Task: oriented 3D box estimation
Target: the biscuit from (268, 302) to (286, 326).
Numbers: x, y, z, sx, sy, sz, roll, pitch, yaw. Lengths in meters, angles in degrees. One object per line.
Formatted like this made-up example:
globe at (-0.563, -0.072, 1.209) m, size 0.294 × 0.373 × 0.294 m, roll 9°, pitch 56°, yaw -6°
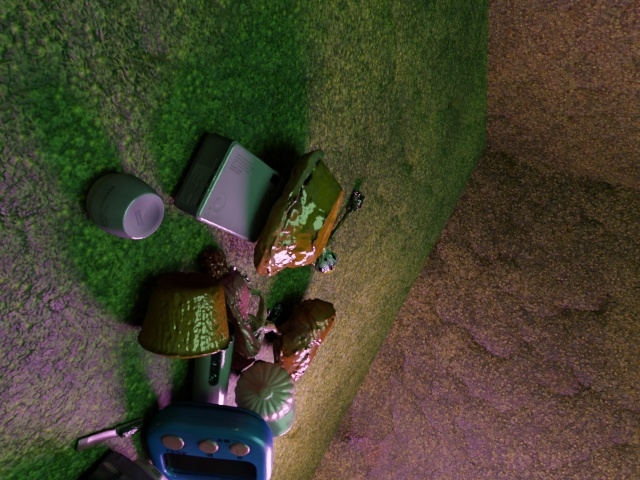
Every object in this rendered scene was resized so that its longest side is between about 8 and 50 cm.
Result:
biscuit at (-0.151, 0.260, 1.640) m, size 0.087 × 0.027 × 0.089 m, roll -36°, pitch 144°, yaw -48°

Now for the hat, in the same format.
hat at (-0.223, 0.147, 1.226) m, size 0.107 × 0.237 × 0.286 m, roll -24°, pitch 108°, yaw -12°

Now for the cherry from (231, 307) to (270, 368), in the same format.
cherry at (-0.222, 0.302, 1.486) m, size 0.225 × 0.090 × 0.107 m, roll -67°, pitch 153°, yaw -27°

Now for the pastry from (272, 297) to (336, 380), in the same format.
pastry at (-0.074, 0.335, 1.680) m, size 0.310 × 0.162 × 0.255 m, roll -57°, pitch 178°, yaw -6°

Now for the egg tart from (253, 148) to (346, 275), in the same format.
egg tart at (-0.047, -0.064, 1.286) m, size 0.388 × 0.169 × 0.387 m, roll 24°, pitch 90°, yaw -87°

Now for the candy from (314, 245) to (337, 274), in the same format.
candy at (0.000, 0.000, 1.665) m, size 0.091 × 0.083 × 0.305 m, roll -52°, pitch 144°, yaw -36°

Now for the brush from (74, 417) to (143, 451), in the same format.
brush at (-0.508, 0.478, 1.156) m, size 0.190 × 0.028 × 0.034 m, roll 10°, pitch 101°, yaw -63°

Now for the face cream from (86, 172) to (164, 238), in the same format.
face cream at (-0.357, -0.062, 0.868) m, size 0.117 × 0.104 × 0.117 m, roll -45°, pitch 150°, yaw -36°

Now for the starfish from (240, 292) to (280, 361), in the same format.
starfish at (-0.199, 0.258, 1.442) m, size 0.217 × 0.050 × 0.223 m, roll 32°, pitch 45°, yaw -31°

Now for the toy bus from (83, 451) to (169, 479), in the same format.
toy bus at (-0.482, 0.742, 1.229) m, size 0.249 × 0.210 × 0.439 m, roll -50°, pitch 151°, yaw -32°

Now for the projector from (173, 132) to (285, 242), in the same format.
projector at (-0.207, -0.119, 1.115) m, size 0.191 × 0.099 × 0.257 m, roll -63°, pitch 154°, yaw -2°

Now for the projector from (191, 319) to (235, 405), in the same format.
projector at (-0.312, 0.385, 1.353) m, size 0.108 × 0.108 × 0.337 m, roll -28°, pitch 137°, yaw -52°

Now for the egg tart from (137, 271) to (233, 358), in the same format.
egg tart at (-0.305, 0.172, 1.080) m, size 0.215 × 0.215 × 0.170 m, roll -12°, pitch 113°, yaw -59°

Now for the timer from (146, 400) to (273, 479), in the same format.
timer at (-0.302, 0.577, 1.318) m, size 0.115 × 0.341 × 0.308 m, roll -83°, pitch 178°, yaw -55°

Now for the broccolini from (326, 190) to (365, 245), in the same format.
broccolini at (0.083, -0.086, 1.789) m, size 0.254 × 0.071 × 0.058 m, roll -51°, pitch -167°, yaw -14°

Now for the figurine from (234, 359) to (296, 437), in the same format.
figurine at (-0.192, 0.447, 1.467) m, size 0.185 × 0.332 × 0.204 m, roll -39°, pitch 113°, yaw -13°
